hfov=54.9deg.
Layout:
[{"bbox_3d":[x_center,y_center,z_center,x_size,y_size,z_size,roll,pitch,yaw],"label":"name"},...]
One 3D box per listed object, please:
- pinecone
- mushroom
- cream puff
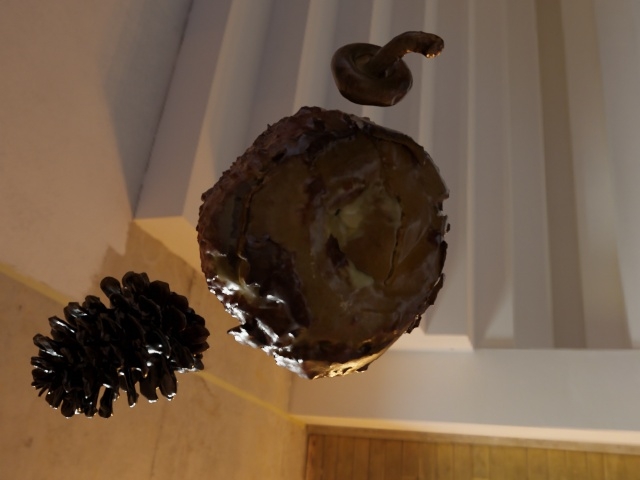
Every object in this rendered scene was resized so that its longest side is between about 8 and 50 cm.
[{"bbox_3d":[-0.339,0.186,1.028,0.292,0.246,0.246,-28,-65,-50],"label":"pinecone"},{"bbox_3d":[0.073,-0.181,0.661,0.088,0.130,0.072,-43,-57,-45],"label":"mushroom"},{"bbox_3d":[-0.004,-0.002,0.800,0.351,0.229,0.350,-1,-89,-34],"label":"cream puff"}]
